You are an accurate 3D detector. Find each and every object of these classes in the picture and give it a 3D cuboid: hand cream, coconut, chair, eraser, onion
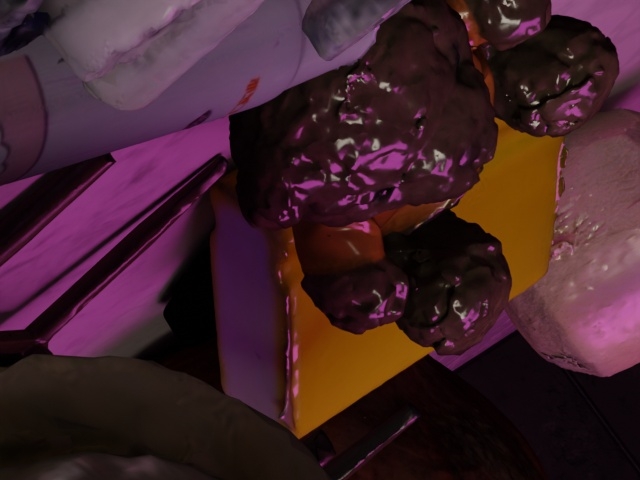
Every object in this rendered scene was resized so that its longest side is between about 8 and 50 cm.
[{"bbox_3d":[-0.111,-0.040,0.478,0.331,0.058,0.085,-21,-178,-42],"label":"hand cream"},{"bbox_3d":[0.260,-0.009,1.431,0.234,0.224,0.224,-39,170,25],"label":"coconut"},{"bbox_3d":[-0.120,0.106,0.751,0.272,0.188,0.166,-41,169,13],"label":"chair"},{"bbox_3d":[0.040,-0.004,0.923,0.226,0.069,0.158,-31,140,-30],"label":"eraser"},{"bbox_3d":[0.004,0.200,1.153,0.353,0.354,0.353,-34,170,-7],"label":"onion"}]

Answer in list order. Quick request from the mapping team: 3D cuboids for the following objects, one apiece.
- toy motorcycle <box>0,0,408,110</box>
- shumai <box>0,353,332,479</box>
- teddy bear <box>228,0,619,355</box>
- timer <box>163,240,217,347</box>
[{"bbox_3d":[0.027,-0.126,0.395,0.260,0.110,0.171,-34,-177,23],"label":"toy motorcycle"},{"bbox_3d":[-0.153,0.168,0.484,0.395,0.348,0.395,-43,151,-31],"label":"shumai"},{"bbox_3d":[0.028,-0.052,0.703,0.177,0.140,0.190,-62,161,-1],"label":"teddy bear"},{"bbox_3d":[0.000,0.000,1.013,0.187,0.055,0.144,-29,169,-33],"label":"timer"}]
